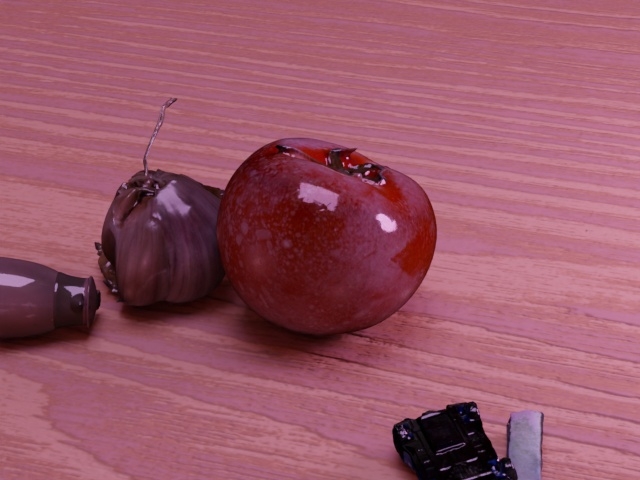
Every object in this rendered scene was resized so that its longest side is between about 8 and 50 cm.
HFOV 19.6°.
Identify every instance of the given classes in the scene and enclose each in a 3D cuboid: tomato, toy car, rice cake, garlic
[{"bbox_3d":[0.000,0.000,2.264,0.270,0.227,0.270,16,20,-6],"label":"tomato"},{"bbox_3d":[0.146,0.245,1.995,0.103,0.063,0.216,-17,27,-5],"label":"toy car"},{"bbox_3d":[0.220,0.255,2.010,0.043,0.034,0.211,4,32,5],"label":"rice cake"},{"bbox_3d":[-0.213,-0.037,2.376,0.207,0.257,0.207,-13,-11,-3],"label":"garlic"}]

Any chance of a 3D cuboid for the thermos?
[{"bbox_3d":[-0.370,0.070,2.303,0.193,0.105,0.137,2,0,-1],"label":"thermos"}]
